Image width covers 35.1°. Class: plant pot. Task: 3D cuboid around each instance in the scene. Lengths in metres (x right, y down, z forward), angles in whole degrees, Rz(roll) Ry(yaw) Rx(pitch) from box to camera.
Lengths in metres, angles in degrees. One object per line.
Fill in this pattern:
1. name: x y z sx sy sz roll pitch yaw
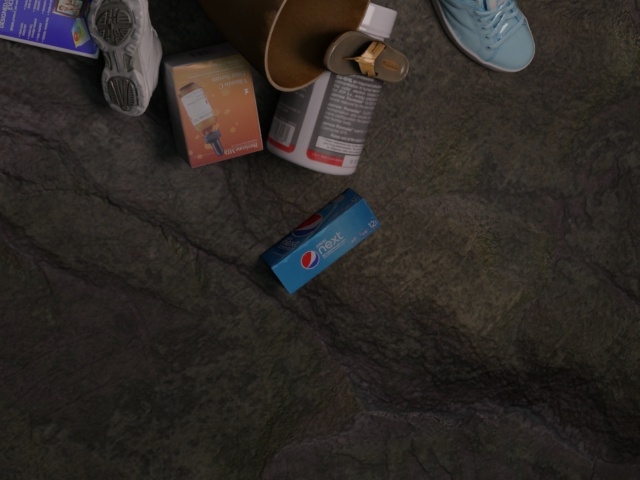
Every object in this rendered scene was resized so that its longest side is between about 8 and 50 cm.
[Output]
1. plant pot: -0.090 -0.389 1.524 0.237 0.254 0.237 -42 155 -25

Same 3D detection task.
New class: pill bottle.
1. pill bottle: 0.023 -0.265 1.686 0.161 0.161 0.283 11 106 -27

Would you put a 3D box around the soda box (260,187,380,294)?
1. soda box: 0.000 0.000 1.837 0.210 0.067 0.071 -38 120 -6

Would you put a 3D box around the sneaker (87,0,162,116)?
1. sneaker: -0.293 -0.316 1.561 0.090 0.115 0.232 13 129 9

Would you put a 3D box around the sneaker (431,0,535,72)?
1. sneaker: 0.274 -0.414 1.741 0.135 0.150 0.366 -47 121 1

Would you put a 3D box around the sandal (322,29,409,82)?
1. sandal: 0.081 -0.280 1.577 0.180 0.049 0.072 7 109 -42

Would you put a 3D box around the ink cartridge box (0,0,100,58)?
1. ink cartridge box: -0.414 -0.395 1.509 0.208 0.045 0.206 8 107 -28

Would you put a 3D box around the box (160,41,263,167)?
1. box: -0.178 -0.223 1.656 0.130 0.091 0.171 -17 116 -17
